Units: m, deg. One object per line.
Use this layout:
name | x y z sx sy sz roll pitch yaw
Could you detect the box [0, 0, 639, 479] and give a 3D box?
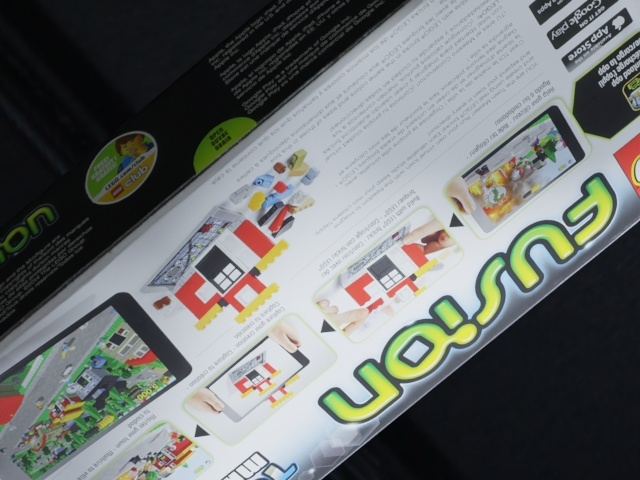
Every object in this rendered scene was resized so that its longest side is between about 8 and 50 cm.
box | 0.000 0.000 0.368 0.207 0.114 0.036 -39 -137 3
